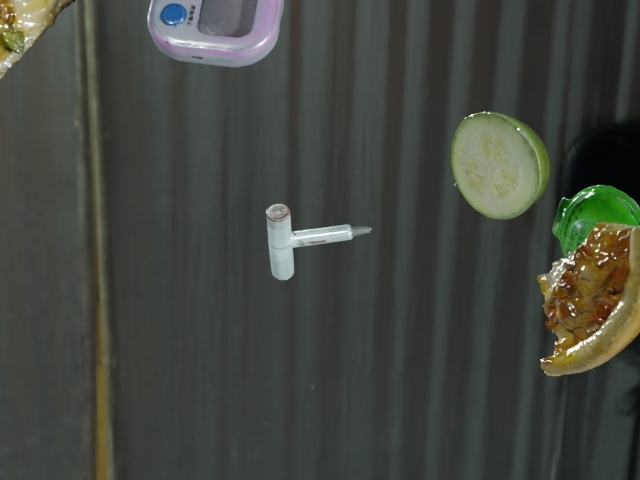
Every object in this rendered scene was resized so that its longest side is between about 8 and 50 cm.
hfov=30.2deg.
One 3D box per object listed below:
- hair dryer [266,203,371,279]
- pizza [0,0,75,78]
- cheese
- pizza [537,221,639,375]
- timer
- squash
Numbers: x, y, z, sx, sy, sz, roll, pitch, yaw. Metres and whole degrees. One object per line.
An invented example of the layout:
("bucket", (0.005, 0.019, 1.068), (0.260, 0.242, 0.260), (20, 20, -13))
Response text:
("hair dryer", (0.002, 0.005, 2.022), (0.183, 0.155, 0.044), (2, 49, 2))
("pizza", (-0.518, -0.433, 1.890), (0.434, 0.392, 0.080), (6, -22, 25))
("cheese", (0.520, 0.025, 2.028), (0.083, 0.204, 0.320), (-13, 35, -37))
("pizza", (0.425, 0.087, 1.845), (0.074, 0.365, 0.182), (-19, 64, -35))
("timer", (-0.149, -0.350, 1.733), (0.190, 0.209, 0.069), (7, -23, 5))
("squash", (0.296, -0.125, 2.035), (0.189, 0.189, 0.260), (7, 6, 16))
